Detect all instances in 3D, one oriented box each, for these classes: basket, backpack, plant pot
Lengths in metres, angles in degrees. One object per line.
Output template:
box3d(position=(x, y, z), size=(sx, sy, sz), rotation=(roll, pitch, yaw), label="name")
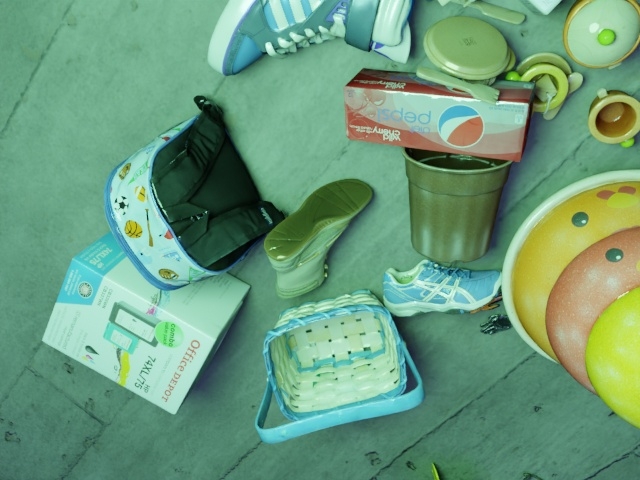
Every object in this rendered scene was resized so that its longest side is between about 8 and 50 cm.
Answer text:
box3d(position=(0.031, 0.209, 0.960), size=(0.255, 0.289, 0.200), rotation=(-14, 105, 7), label="basket")
box3d(position=(-0.217, -0.055, 0.927), size=(0.213, 0.263, 0.276), rotation=(-26, 105, 22), label="backpack")
box3d(position=(0.206, -0.064, 0.897), size=(0.167, 0.167, 0.165), rotation=(4, 119, 10), label="plant pot")

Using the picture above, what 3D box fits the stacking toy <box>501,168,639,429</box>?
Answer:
box3d(position=(0.448, 0.129, 0.735), size=(0.351, 0.480, 0.350), rotation=(2, 111, 5), label="stacking toy")

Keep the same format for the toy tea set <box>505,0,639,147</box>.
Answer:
box3d(position=(0.436, -0.202, 0.790), size=(0.336, 0.124, 0.200), rotation=(24, 125, 1), label="toy tea set")

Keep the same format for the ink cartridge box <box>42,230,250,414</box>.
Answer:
box3d(position=(-0.307, 0.132, 1.058), size=(0.270, 0.197, 0.198), rotation=(30, 115, -1), label="ink cartridge box")

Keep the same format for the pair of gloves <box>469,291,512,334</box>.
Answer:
box3d(position=(0.307, 0.127, 1.030), size=(0.074, 0.010, 0.083), rotation=(-27, 107, 19), label="pair of gloves")

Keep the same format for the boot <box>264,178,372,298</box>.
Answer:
box3d(position=(0.000, 0.000, 0.997), size=(0.077, 0.213, 0.165), rotation=(41, 157, 25), label="boot")

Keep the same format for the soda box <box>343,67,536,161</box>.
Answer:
box3d(position=(0.170, -0.188, 0.852), size=(0.264, 0.083, 0.092), rotation=(10, 128, 20), label="soda box")

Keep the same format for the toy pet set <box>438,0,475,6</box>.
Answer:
box3d(position=(0.186, -0.376, 0.778), size=(0.122, 0.114, 0.065), rotation=(46, 138, -17), label="toy pet set")

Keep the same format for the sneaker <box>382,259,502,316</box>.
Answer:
box3d(position=(0.205, 0.076, 0.992), size=(0.211, 0.080, 0.081), rotation=(-11, 112, 15), label="sneaker")

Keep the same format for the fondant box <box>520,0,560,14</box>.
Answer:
box3d(position=(0.256, -0.493, 0.740), size=(0.330, 0.096, 0.238), rotation=(41, 114, -5), label="fondant box")

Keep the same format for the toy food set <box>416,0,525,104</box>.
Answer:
box3d(position=(0.208, -0.264, 0.818), size=(0.133, 0.192, 0.038), rotation=(22, 150, 7), label="toy food set")

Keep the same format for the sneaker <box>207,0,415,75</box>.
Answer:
box3d(position=(0.011, -0.310, 0.846), size=(0.236, 0.130, 0.323), rotation=(43, 108, -2), label="sneaker")

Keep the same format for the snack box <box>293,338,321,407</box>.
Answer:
box3d(position=(-0.016, 0.274, 1.151), size=(0.064, 0.022, 0.178), rotation=(-13, 108, 15), label="snack box")

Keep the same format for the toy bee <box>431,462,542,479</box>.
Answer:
box3d(position=(0.279, 0.548, 1.129), size=(0.299, 0.195, 0.162), rotation=(16, 139, -6), label="toy bee")
